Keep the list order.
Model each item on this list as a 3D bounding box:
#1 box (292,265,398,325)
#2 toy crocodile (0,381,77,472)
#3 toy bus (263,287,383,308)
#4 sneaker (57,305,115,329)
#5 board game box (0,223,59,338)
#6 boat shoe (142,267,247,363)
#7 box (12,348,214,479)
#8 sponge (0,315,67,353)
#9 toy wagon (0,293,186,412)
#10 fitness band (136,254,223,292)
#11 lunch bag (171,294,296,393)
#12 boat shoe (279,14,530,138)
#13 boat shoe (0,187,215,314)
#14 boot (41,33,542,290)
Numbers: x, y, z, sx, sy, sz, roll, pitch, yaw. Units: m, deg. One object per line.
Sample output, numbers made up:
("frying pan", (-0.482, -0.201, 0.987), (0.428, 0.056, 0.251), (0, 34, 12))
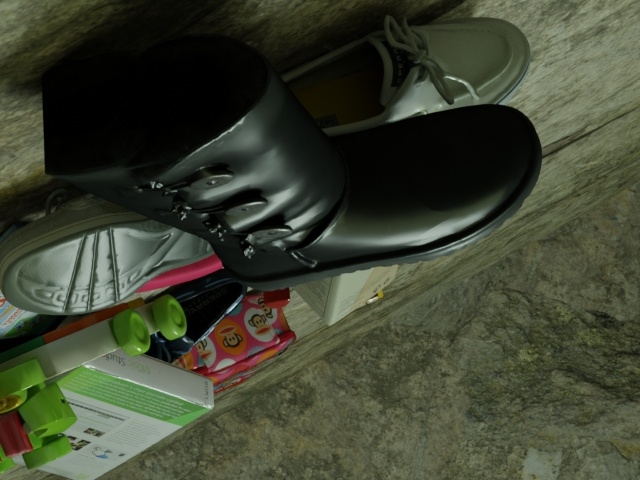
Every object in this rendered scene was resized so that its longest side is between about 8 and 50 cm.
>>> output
("box", (0.026, -0.042, 1.856), (0.121, 0.148, 0.311), (-35, 161, -23))
("toy crocodile", (-0.453, 0.273, 2.100), (0.341, 0.115, 0.105), (-21, -179, 39))
("toy bus", (0.009, 0.006, 2.082), (0.191, 0.202, 0.104), (-62, 153, -30))
("sneaker", (-0.330, 0.135, 2.032), (0.161, 0.075, 0.057), (-36, 168, 24))
("board game box", (-0.326, 0.047, 1.687), (0.160, 0.039, 0.211), (-45, 165, 16))
("boat shoe", (-0.221, 0.121, 2.232), (0.258, 0.109, 0.089), (-43, -170, -9))
("box", (-0.344, 0.253, 2.220), (0.232, 0.058, 0.322), (24, 139, -36))
("sponge", (-0.399, 0.112, 1.862), (0.210, 0.031, 0.117), (-22, 167, -40))
("toy wagon", (-0.324, 0.146, 1.824), (0.267, 0.068, 0.344), (-24, 179, 17))
("fitness band", (-0.145, -0.008, 1.976), (0.209, 0.054, 0.291), (-34, 168, 30))
("lunch bag", (-0.212, 0.208, 2.609), (0.293, 0.120, 0.258), (-19, 168, -43))
("boat shoe", (0.076, -0.179, 1.633), (0.367, 0.135, 0.156), (-18, 163, -15))
("boat shoe", (-0.214, -0.015, 1.604), (0.320, 0.103, 0.118), (-25, 140, -38))
("boot", (-0.005, -0.092, 1.409), (0.367, 0.146, 0.445), (-23, 156, 12))
